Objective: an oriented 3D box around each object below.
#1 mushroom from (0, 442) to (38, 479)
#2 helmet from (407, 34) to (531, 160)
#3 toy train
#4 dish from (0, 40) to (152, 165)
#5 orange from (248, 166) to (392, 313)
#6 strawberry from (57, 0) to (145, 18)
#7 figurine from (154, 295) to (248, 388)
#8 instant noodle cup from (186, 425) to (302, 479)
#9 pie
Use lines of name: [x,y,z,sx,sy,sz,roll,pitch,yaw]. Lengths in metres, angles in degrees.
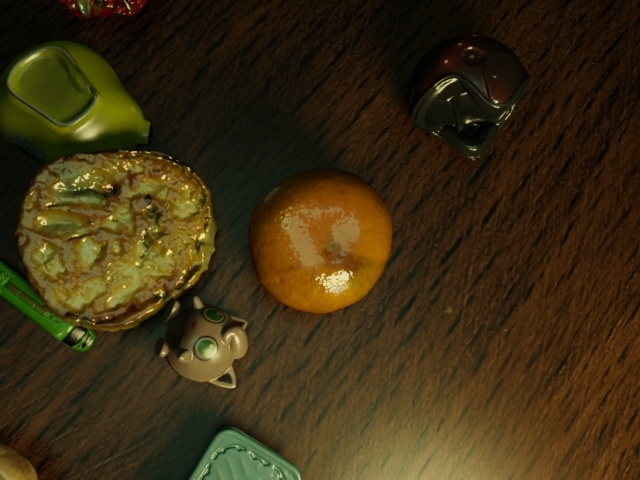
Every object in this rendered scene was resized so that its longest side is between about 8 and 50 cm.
mushroom: [-0.491,0.410,0.763,0.278,0.146,0.278,4,74,-14]
helmet: [0.259,-0.262,0.989,0.216,0.189,0.193,-10,69,-5]
toy train: [-0.452,0.103,0.889,0.209,0.042,0.044,36,76,2]
dish: [-0.429,-0.230,0.935,0.262,0.108,0.221,45,77,4]
orange: [0.000,0.000,0.905,0.240,0.171,0.240,1,84,-11]
strawberry: [-0.370,-0.484,0.977,0.184,0.187,0.201,27,37,-7]
figurine: [-0.183,0.157,0.872,0.138,0.125,0.125,23,75,-20]
instant noodle cup: [-0.132,0.393,0.851,0.157,0.070,0.179,32,75,-1]
pie: [-0.326,-0.014,0.892,0.315,0.092,0.315,1,85,-15]
